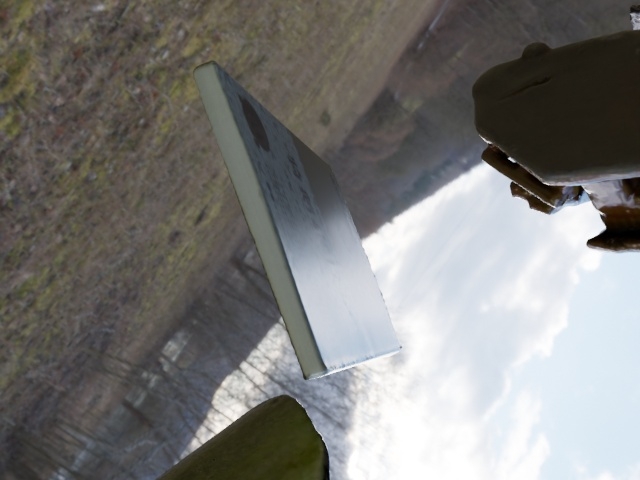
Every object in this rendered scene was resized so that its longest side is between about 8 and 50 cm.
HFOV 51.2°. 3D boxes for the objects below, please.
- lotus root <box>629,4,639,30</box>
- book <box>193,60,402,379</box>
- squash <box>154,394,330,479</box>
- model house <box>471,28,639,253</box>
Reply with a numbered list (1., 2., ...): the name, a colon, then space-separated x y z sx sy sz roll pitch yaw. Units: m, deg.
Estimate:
1. lotus root: 0.601 -0.311 0.909 0.167 0.330 0.078 50 56 -61
2. book: 0.000 0.000 0.559 0.021 0.216 0.310 -24 168 11
3. squash: -0.063 0.221 0.408 0.237 0.155 0.203 17 -68 60
4. model house: 0.286 -0.071 0.671 0.200 0.229 0.219 -13 -134 41
